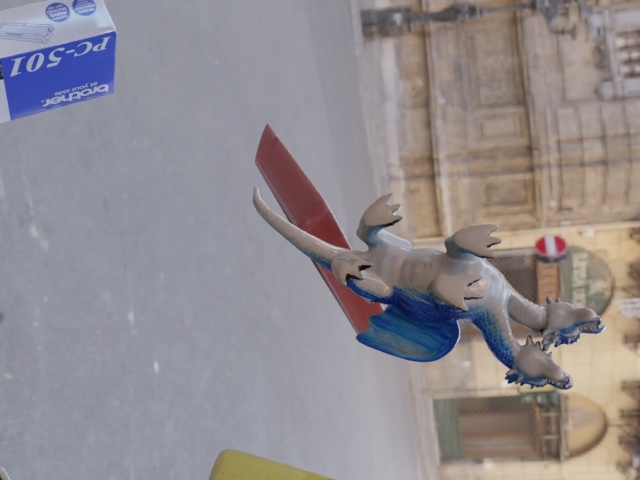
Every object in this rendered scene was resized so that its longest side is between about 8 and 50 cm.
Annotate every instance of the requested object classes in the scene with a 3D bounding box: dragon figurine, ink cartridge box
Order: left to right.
[{"bbox_3d":[-0.272,-0.134,0.691,0.046,0.207,0.097,64,-22,14],"label":"ink cartridge box"},{"bbox_3d":[0.073,0.041,0.679,0.144,0.289,0.085,68,39,-54],"label":"dragon figurine"}]

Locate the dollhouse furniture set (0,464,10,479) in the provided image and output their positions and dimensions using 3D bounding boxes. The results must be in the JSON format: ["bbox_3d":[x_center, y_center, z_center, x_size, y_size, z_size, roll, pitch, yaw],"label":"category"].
[{"bbox_3d":[-0.494,0.366,1.116,0.182,0.101,0.160,-35,139,-31],"label":"dollhouse furniture set"}]

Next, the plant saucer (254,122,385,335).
[{"bbox_3d":[0.000,0.000,1.142,0.259,0.048,0.258,60,-2,-36],"label":"plant saucer"}]

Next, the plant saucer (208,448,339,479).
[{"bbox_3d":[-0.033,0.421,0.909,0.081,0.333,0.332,20,79,-57],"label":"plant saucer"}]
